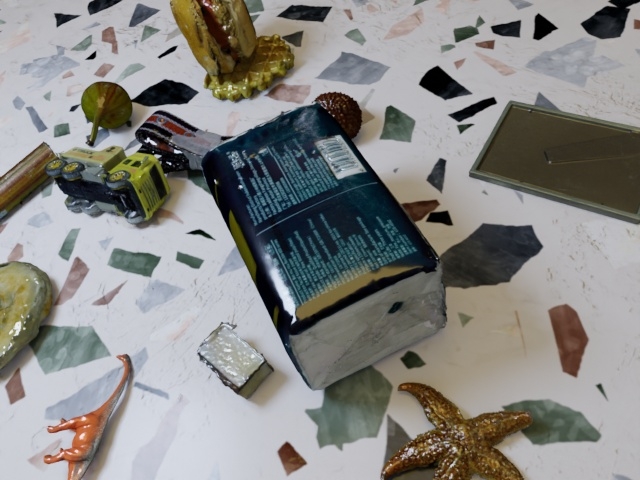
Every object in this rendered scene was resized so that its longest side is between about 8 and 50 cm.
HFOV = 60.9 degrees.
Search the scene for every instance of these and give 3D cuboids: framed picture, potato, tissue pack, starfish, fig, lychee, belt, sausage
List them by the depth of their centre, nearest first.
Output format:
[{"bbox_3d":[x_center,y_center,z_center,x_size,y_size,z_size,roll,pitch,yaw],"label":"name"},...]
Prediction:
[{"bbox_3d":[0.193,0.296,0.788,0.227,0.043,0.240,-34,51,-15],"label":"starfish"},{"bbox_3d":[0.000,0.000,0.917,0.264,0.253,0.416,-27,53,-7],"label":"tissue pack"},{"bbox_3d":[-0.144,0.202,0.920,0.122,0.061,0.086,33,66,33],"label":"potato"},{"bbox_3d":[0.494,-0.169,1.087,0.324,0.020,0.240,20,60,24],"label":"framed picture"},{"bbox_3d":[-0.243,-0.194,1.201,0.360,0.126,0.094,14,51,17],"label":"belt"},{"bbox_3d":[0.028,-0.269,1.204,0.123,0.123,0.129,9,20,18],"label":"lychee"},{"bbox_3d":[-0.759,-0.082,1.263,0.082,0.082,0.371,27,64,28],"label":"sausage"},{"bbox_3d":[-0.539,-0.307,1.330,0.124,0.124,0.236,-10,37,5],"label":"fig"}]

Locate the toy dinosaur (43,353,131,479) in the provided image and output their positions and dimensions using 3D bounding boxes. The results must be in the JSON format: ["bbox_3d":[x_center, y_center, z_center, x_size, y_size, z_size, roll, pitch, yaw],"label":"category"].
[{"bbox_3d":[-0.390,0.309,0.899,0.101,0.055,0.279,1,52,1],"label":"toy dinosaur"}]

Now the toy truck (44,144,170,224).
[{"bbox_3d":[-0.466,-0.141,1.214,0.272,0.124,0.157,12,47,24],"label":"toy truck"}]

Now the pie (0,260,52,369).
[{"bbox_3d":[-0.657,0.155,1.070,0.274,0.055,0.274,-6,52,8],"label":"pie"}]

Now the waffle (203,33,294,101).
[{"bbox_3d":[-0.177,-0.451,1.422,0.219,0.057,0.229,2,56,15],"label":"waffle"}]

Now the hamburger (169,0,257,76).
[{"bbox_3d":[-0.255,-0.539,1.329,0.163,0.244,0.244,-31,53,-13],"label":"hamburger"}]
